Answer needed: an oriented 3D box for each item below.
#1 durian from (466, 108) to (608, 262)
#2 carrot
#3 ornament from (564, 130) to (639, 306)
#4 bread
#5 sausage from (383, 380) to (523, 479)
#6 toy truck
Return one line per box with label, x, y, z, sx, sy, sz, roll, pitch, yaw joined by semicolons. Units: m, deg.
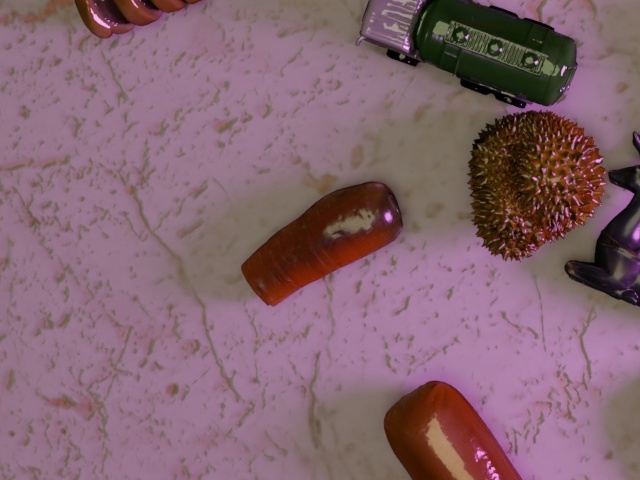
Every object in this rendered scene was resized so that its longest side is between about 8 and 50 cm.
durian;0.235;-0.067;1.827;0.158;0.137;0.168;-14;70;19
carrot;0.000;0.000;1.892;0.193;0.087;0.087;-27;90;11
ornament;0.402;-0.029;1.833;0.202;0.080;0.236;23;97;9
bread;-0.182;-0.324;1.893;0.225;0.081;0.134;-24;89;10
sausage;0.176;0.284;1.880;0.105;0.105;0.274;-35;89;9
toy truck;0.163;-0.219;1.830;0.242;0.125;0.101;21;98;7
